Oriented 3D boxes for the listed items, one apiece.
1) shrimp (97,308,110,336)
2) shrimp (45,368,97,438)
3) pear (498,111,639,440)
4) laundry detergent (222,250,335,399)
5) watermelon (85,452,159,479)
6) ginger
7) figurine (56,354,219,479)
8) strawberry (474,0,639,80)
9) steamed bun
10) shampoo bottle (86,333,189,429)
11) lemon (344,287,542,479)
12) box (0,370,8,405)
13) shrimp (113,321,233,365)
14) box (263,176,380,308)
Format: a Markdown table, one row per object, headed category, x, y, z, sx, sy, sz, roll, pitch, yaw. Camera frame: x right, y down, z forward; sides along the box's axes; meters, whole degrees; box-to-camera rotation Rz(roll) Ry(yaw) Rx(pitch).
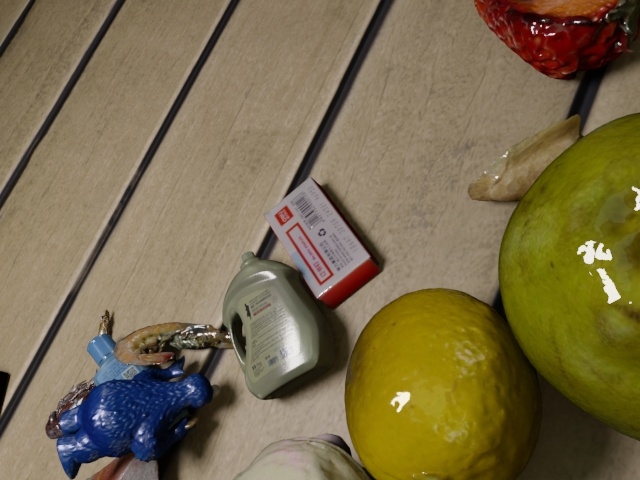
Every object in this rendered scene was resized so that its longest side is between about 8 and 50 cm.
| category | x | y | z | sx | sy | sz | roll | pitch | yaw |
| --- | --- | --- | --- | --- | --- | --- | --- | --- | --- |
| shrimp | -0.433 | 0.199 | 1.110 | 0.083 | 0.023 | 0.114 | -8 | 71 | 19 |
| shrimp | -0.485 | 0.324 | 1.061 | 0.065 | 0.056 | 0.165 | 18 | 65 | 48 |
| pear | 0.368 | 0.041 | 0.586 | 0.351 | 0.413 | 0.352 | -12 | 70 | 35 |
| laundry detergent | -0.088 | 0.132 | 0.923 | 0.181 | 0.091 | 0.253 | -35 | 63 | 19 |
| watermelon | -0.340 | 0.452 | 0.922 | 0.202 | 0.136 | 0.207 | -45 | 34 | -15 |
| ginger | 0.337 | -0.086 | 0.825 | 0.193 | 0.115 | 0.123 | -30 | 75 | 24 |
| figurine | -0.301 | 0.280 | 0.879 | 0.262 | 0.121 | 0.164 | -27 | 50 | -23 |
| strawberry | 0.395 | -0.362 | 0.890 | 0.280 | 0.150 | 0.253 | 4 | 50 | 29 |
| steamed bun | 0.006 | 0.379 | 0.676 | 0.275 | 0.320 | 0.206 | 37 | 53 | 12 |
| shampoo bottle | -0.361 | 0.275 | 1.011 | 0.104 | 0.061 | 0.258 | -44 | 60 | -12 |
| lemon | 0.154 | 0.194 | 0.691 | 0.260 | 0.284 | 0.261 | 2 | 97 | 14 |
| box | -0.909 | 0.421 | 1.185 | 0.415 | 0.116 | 0.264 | -7 | 65 | 23 |
| shrimp | -0.266 | 0.195 | 0.983 | 0.250 | 0.143 | 0.052 | -7 | 108 | 17 |
| box | 0.000 | 0.000 | 0.973 | 0.123 | 0.050 | 0.229 | -40 | 58 | 7 |
